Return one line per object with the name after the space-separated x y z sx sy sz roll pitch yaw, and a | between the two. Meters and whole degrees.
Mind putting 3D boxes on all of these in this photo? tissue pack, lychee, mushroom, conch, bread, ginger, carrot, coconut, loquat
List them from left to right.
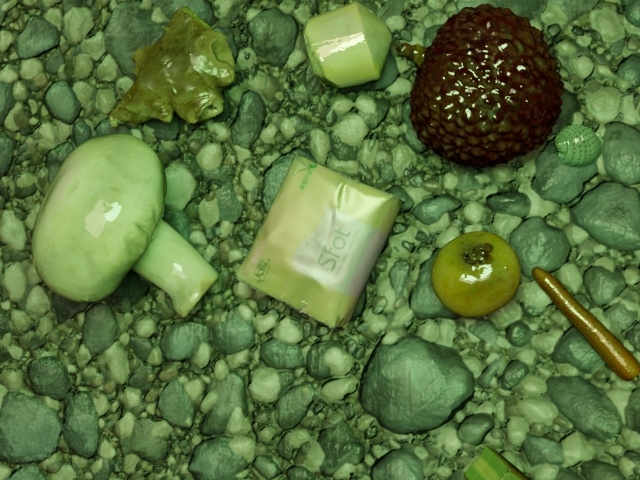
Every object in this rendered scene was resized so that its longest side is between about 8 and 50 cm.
-0.377 -0.010 1.314 0.315 0.315 0.355 -21 80 8 | mushroom
-0.282 -0.300 1.420 0.270 0.123 0.219 -46 74 12 | ginger
0.000 0.000 1.324 0.215 0.123 0.256 25 95 11 | tissue pack
0.054 -0.354 1.349 0.153 0.147 0.147 -15 80 7 | coconut
0.263 0.057 1.255 0.163 0.163 0.137 -6 51 10 | loquat
0.259 -0.256 1.232 0.300 0.264 0.264 28 88 -11 | lychee
0.327 0.425 1.261 0.139 0.084 0.074 37 90 -18 | bread
0.453 -0.166 1.294 0.085 0.056 0.076 -9 94 10 | conch
0.449 0.139 1.261 0.043 0.043 0.248 -41 76 3 | carrot
